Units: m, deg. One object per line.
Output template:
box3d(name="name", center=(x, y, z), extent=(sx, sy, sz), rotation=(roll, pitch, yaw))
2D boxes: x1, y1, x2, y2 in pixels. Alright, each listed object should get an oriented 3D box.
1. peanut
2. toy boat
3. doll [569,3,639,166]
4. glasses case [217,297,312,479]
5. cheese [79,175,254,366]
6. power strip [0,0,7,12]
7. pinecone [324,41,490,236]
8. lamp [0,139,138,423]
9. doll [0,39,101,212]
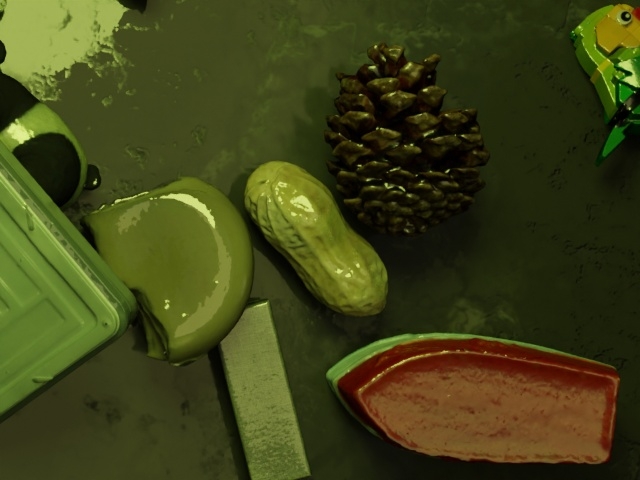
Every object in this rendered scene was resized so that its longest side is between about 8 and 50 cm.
box3d(name="peanut", center=(0.000, 0.000, 1.416), extent=(0.214, 0.098, 0.090), rotation=(50, 51, -12))
box3d(name="toy boat", center=(0.172, 0.180, 1.456), extent=(0.331, 0.133, 0.145), rotation=(7, 92, -6))
box3d(name="doll", center=(0.372, -0.196, 1.526), extent=(0.134, 0.106, 0.186), rotation=(-15, 76, -3))
box3d(name="glasses case", center=(-0.067, 0.172, 1.417), extent=(0.070, 0.047, 0.205), rotation=(-14, 93, -6))
box3d(name="cheese", center=(-0.156, 0.032, 1.350), extent=(0.175, 0.091, 0.203), rotation=(-14, 81, -5))
box3d(name="power strip", center=(-0.416, -0.304, 1.329), extent=(0.192, 0.035, 0.081), rotation=(25, 81, -15))
box3d(name="pinecone", center=(0.092, -0.109, 1.408), extent=(0.179, 0.184, 0.205), rotation=(-7, 61, -4))
box3d(name="lamp", center=(-0.354, 0.043, 1.259), extent=(0.269, 0.047, 0.266), rotation=(-35, 99, 25))
box3d(name="doll", center=(-0.343, -0.107, 1.301), extent=(0.234, 0.143, 0.135), rotation=(45, 46, -12))
